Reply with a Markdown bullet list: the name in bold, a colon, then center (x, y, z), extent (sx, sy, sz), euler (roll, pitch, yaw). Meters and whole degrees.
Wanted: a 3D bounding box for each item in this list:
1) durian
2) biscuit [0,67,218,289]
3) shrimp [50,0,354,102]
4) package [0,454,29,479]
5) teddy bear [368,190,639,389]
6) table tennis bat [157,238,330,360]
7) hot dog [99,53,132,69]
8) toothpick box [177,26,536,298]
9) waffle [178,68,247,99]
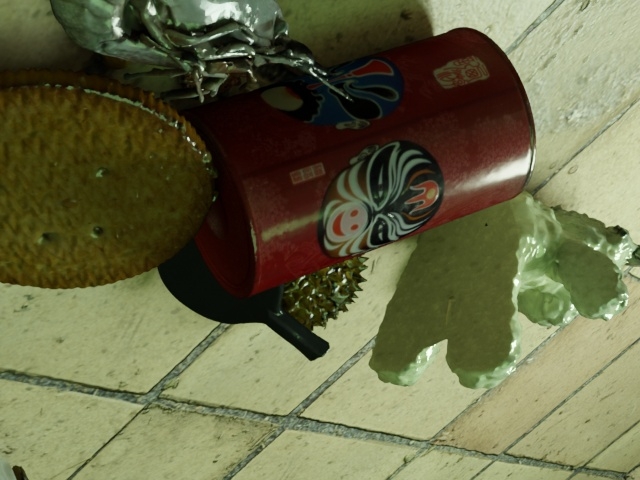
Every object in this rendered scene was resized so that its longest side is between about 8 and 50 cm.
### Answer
- **durian**: center (-0.001, 0.009, 1.402), extent (0.183, 0.138, 0.249), euler (-16, 139, -13)
- **biscuit**: center (-0.247, -0.052, 1.090), extent (0.305, 0.038, 0.305), euler (-5, 142, -4)
- **shrimp**: center (-0.095, -0.183, 1.024), extent (0.343, 0.116, 0.145), euler (17, 96, -49)
- **package**: center (-0.406, 0.407, 1.390), extent (0.165, 0.311, 0.221), euler (16, 123, -49)
- **teddy bear**: center (0.291, 0.088, 1.611), extent (0.327, 0.375, 0.362), euler (-6, 148, 41)
- **table tennis bat**: center (-0.086, 0.065, 1.356), extent (0.236, 0.027, 0.150), euler (38, 132, -17)
- **hot dog**: center (-0.192, -0.200, 1.026), extent (0.044, 0.028, 0.137), euler (-9, 147, 9)
- **toothpick box**: center (0.034, -0.087, 1.225), extent (0.333, 0.204, 0.204), euler (-20, 146, -23)
- **waffle**: center (-0.105, -0.170, 1.147), extent (0.075, 0.029, 0.083), euler (-27, 151, -7)
